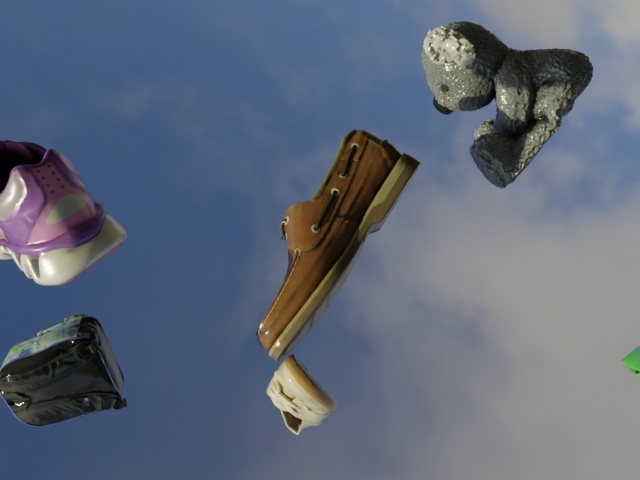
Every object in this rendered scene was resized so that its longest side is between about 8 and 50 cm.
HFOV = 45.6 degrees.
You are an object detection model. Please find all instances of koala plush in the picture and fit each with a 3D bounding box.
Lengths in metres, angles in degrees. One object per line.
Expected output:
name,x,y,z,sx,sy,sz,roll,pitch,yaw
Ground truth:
koala plush,0.236,-0.226,1.067,0.221,0.203,0.196,38,-158,1

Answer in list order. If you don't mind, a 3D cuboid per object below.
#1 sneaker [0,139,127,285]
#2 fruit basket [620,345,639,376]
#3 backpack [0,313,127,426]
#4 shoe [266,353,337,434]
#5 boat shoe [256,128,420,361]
sneaker,-0.261,-0.037,0.643,0.236,0.104,0.095,8,-140,44
fruit basket,0.525,0.273,0.868,0.392,0.391,0.283,21,180,2
backpack,-0.280,0.141,0.822,0.114,0.105,0.084,-19,-156,-4
shoe,-0.024,0.194,0.912,0.058,0.219,0.076,-41,-109,-12
boat shoe,0.000,0.000,0.937,0.104,0.110,0.307,33,-108,5
